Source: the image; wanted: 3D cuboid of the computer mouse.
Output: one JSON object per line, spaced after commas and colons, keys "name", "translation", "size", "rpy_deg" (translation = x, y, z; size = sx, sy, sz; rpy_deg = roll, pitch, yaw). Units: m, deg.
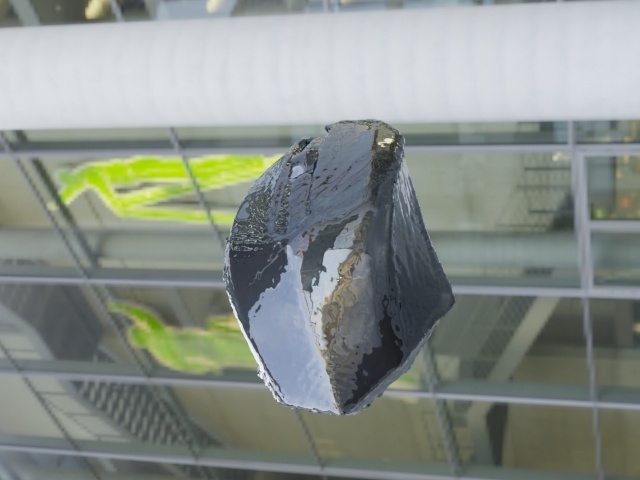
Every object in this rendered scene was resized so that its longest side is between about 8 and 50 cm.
{"name": "computer mouse", "translation": [0.000, 0.000, 0.514], "size": [0.057, 0.099, 0.172], "rpy_deg": [45, -150, -39]}
